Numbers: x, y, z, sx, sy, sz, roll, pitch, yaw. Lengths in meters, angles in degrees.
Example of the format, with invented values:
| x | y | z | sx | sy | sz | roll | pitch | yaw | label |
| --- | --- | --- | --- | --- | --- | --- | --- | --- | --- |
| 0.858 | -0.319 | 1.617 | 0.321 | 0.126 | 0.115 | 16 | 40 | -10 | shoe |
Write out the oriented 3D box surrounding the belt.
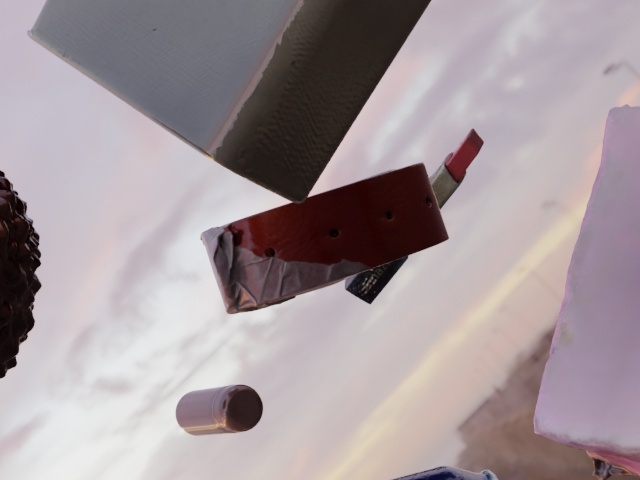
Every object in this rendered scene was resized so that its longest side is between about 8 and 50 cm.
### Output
| x | y | z | sx | sy | sz | roll | pitch | yaw | label |
| --- | --- | --- | --- | --- | --- | --- | --- | --- | --- |
| 0.000 | 0.000 | 1.954 | 0.324 | 0.115 | 0.227 | -18 | -1 | -29 | belt |

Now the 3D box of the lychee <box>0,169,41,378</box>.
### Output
| x | y | z | sx | sy | sz | roll | pitch | yaw | label |
| --- | --- | --- | --- | --- | --- | --- | --- | --- | --- |
| -0.381 | 0.042 | 1.407 | 0.300 | 0.264 | 0.264 | -62 | -4 | -13 | lychee |

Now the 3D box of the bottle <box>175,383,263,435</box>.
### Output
| x | y | z | sx | sy | sz | roll | pitch | yaw | label |
| --- | --- | --- | --- | --- | --- | --- | --- | --- | --- |
| -0.112 | 0.187 | 1.740 | 0.053 | 0.053 | 0.140 | -40 | 10 | -27 | bottle |

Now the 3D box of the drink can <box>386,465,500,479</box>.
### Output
| x | y | z | sx | sy | sz | roll | pitch | yaw | label |
| --- | --- | --- | --- | --- | --- | --- | --- | --- | --- |
| 0.031 | 0.223 | 1.063 | 0.205 | 0.118 | 0.118 | -14 | -14 | -8 | drink can |

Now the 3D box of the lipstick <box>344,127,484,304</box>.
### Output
| x | y | z | sx | sy | sz | roll | pitch | yaw | label |
| --- | --- | --- | --- | --- | --- | --- | --- | --- | --- |
| 0.142 | -0.035 | 2.330 | 0.312 | 0.051 | 0.051 | -52 | 11 | 27 | lipstick |

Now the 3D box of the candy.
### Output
| x | y | z | sx | sy | sz | roll | pitch | yaw | label |
| --- | --- | --- | --- | --- | --- | --- | --- | --- | --- |
| 0.260 | 0.039 | 1.103 | 0.116 | 0.155 | 0.265 | 36 | -115 | -45 | candy |

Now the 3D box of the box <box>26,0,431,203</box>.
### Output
| x | y | z | sx | sy | sz | roll | pitch | yaw | label |
| --- | --- | --- | --- | --- | --- | --- | --- | --- | --- |
| -0.071 | -0.265 | 1.527 | 0.177 | 0.352 | 0.344 | 27 | -84 | -54 | box |
